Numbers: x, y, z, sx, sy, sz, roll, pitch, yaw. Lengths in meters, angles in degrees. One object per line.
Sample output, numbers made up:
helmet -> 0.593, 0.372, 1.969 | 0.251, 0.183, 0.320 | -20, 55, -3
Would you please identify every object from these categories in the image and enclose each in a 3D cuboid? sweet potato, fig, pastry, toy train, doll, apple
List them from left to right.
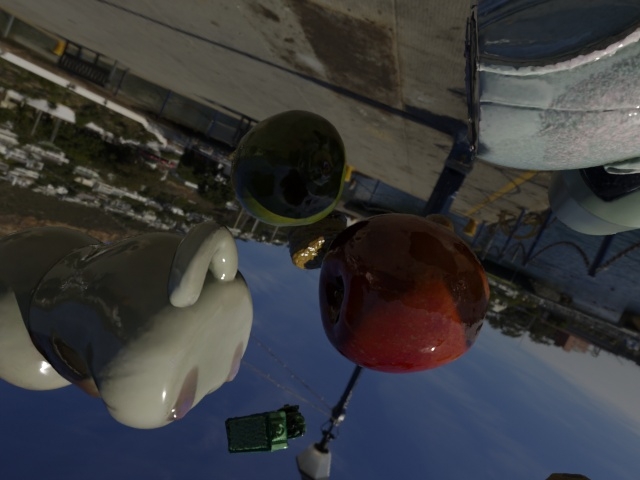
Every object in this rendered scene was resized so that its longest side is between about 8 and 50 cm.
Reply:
doll -> -0.250, 0.090, 0.514 | 0.371, 0.225, 0.215 | -2, -165, 20
toy train -> -0.159, 0.543, 1.242 | 0.155, 0.115, 0.270 | 12, 151, -39
fig -> -0.071, -0.123, 0.761 | 0.203, 0.202, 0.225 | 22, 169, -39
pastry -> 0.000, 0.000, 1.202 | 0.189, 0.189, 0.103 | 21, -138, -51
apple -> 0.105, 0.071, 0.586 | 0.202, 0.218, 0.218 | 8, -171, -20
sweet potato -> 0.244, -0.019, 0.896 | 0.068, 0.068, 0.226 | 26, 179, 12

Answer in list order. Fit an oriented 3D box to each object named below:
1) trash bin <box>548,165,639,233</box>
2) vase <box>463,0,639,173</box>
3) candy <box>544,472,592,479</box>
trash bin -> 0.672, -0.150, 0.958 | 0.281, 0.280, 0.432 | 26, -175, 21
vase -> 0.378, -0.197, 0.424 | 0.447, 0.249, 0.250 | -3, 174, 18
candy -> 0.606, 0.604, 0.974 | 0.143, 0.101, 0.271 | -22, 133, 35
